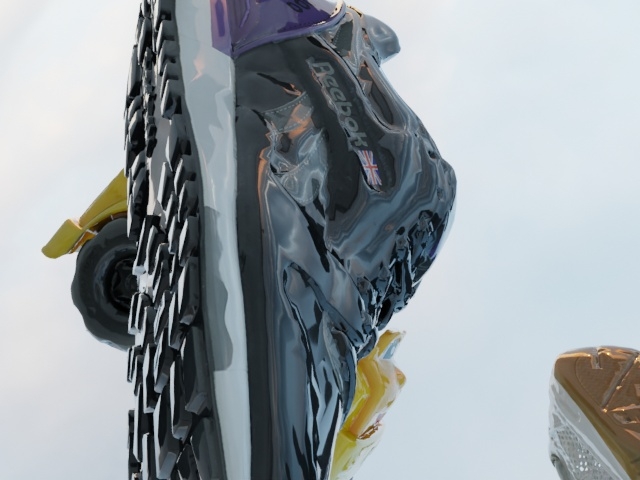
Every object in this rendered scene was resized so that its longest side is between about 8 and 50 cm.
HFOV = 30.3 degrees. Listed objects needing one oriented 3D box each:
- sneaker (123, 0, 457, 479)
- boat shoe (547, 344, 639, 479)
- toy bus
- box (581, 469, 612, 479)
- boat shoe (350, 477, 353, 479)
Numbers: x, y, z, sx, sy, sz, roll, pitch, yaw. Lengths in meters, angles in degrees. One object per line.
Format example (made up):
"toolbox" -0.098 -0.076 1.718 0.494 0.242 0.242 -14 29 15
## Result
"sneaker" 0.000 0.000 0.416 0.107 0.124 0.283 115 -24 -46
"boat shoe" 0.202 0.170 0.633 0.277 0.098 0.096 -115 -153 -55
"toy bus" -0.014 0.003 0.700 0.211 0.220 0.149 -52 169 4
"box" 0.274 0.372 1.171 0.067 0.063 0.324 -14 -143 26
"boat shoe" -0.109 0.244 0.889 0.324 0.123 0.116 -43 -168 -9
